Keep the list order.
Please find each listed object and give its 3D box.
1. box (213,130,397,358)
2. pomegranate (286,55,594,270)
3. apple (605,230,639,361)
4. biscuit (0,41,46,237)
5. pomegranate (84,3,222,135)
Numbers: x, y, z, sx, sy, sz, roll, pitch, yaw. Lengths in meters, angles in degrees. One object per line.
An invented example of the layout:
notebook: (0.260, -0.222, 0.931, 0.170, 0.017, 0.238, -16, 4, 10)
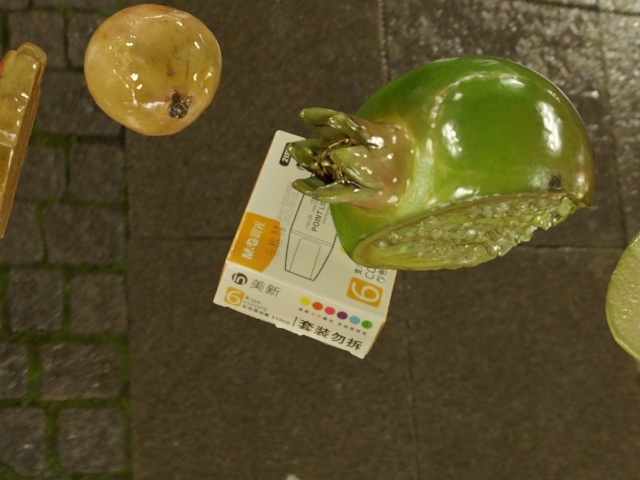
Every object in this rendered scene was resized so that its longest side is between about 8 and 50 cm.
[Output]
box: (0.000, 0.000, 1.549, 0.221, 0.091, 0.273, 18, 47, -4)
pomegranate: (0.123, -0.101, 1.304, 0.359, 0.310, 0.216, 13, 67, -36)
apple: (0.479, 0.051, 1.467, 0.265, 0.120, 0.193, -46, 72, 2)
biscuit: (-0.227, -0.063, 0.824, 0.036, 0.225, 0.166, 16, 89, -13)
pomegranate: (-0.232, -0.241, 1.642, 0.191, 0.191, 0.191, 6, 75, -22)
